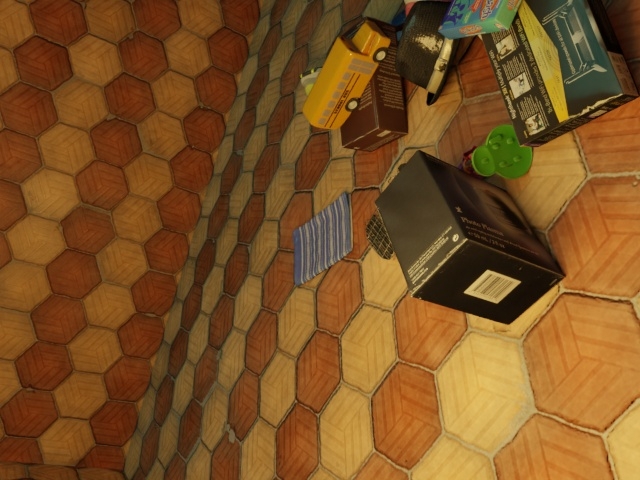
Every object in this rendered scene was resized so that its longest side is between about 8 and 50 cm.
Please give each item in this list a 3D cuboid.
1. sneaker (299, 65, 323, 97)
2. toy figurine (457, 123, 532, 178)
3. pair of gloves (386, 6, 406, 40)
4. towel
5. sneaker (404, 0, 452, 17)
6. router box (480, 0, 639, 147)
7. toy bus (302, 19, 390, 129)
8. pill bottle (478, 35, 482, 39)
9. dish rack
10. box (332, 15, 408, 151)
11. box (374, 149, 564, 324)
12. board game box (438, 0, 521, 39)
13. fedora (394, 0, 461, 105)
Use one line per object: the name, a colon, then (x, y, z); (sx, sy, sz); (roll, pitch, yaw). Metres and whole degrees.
sneaker: (0.092, -0.617, 2.137); (0.385, 0.145, 0.147); (-6, 109, 48)
toy figurine: (0.392, -0.190, 1.366); (0.130, 0.173, 0.159); (67, 159, -2)
pair of gloves: (0.268, -0.731, 1.953); (0.159, 0.023, 0.198); (-11, 53, 48)
towel: (0.000, 0.000, 2.004); (0.336, 0.040, 0.243); (-36, 45, 45)
sneaker: (0.376, -0.712, 1.744); (0.314, 0.116, 0.136); (28, 122, 57)
router box: (0.508, -0.393, 1.230); (0.243, 0.081, 0.308); (-27, 74, 50)
toy bus: (0.075, -0.504, 1.724); (0.332, 0.130, 0.108); (-58, 45, 36)
pill bottle: (0.523, -0.608, 1.339); (0.319, 0.177, 0.176); (-24, 54, 53)
dish rack: (0.235, -0.079, 1.630); (0.271, 0.074, 0.208); (-62, 30, 19)
box: (0.159, -0.502, 1.837); (0.191, 0.143, 0.380); (-17, 73, 54)
box: (0.312, -0.008, 1.229); (0.182, 0.297, 0.293); (-52, 35, 31)
board game box: (0.382, -0.558, 1.306); (0.210, 0.047, 0.160); (26, 91, 62)
fedora: (0.297, -0.552, 1.579); (0.334, 0.153, 0.333); (16, -90, -88)
